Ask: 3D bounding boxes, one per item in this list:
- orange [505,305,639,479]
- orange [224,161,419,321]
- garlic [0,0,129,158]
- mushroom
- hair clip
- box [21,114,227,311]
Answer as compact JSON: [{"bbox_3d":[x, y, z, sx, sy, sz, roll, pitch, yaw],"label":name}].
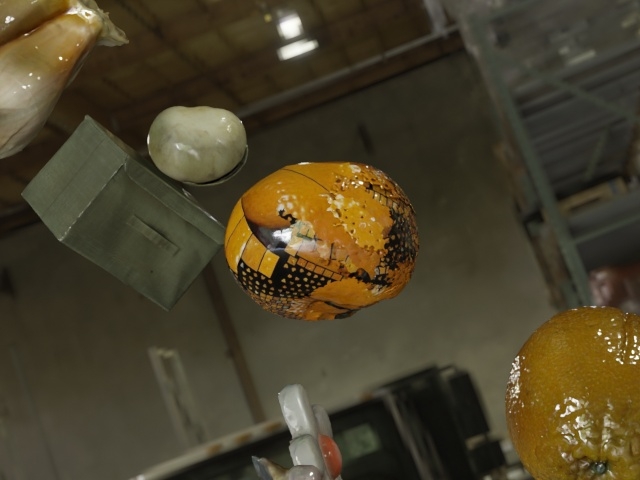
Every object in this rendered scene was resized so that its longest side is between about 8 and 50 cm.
[{"bbox_3d":[0.470,0.280,2.424,0.322,0.322,0.357,-24,20,18],"label":"orange"},{"bbox_3d":[0.000,0.000,1.732,0.234,0.182,0.234,-3,-9,0],"label":"orange"},{"bbox_3d":[-0.454,-0.274,2.089,0.249,0.286,0.313,14,49,36],"label":"garlic"},{"bbox_3d":[-0.190,-0.145,2.239,0.154,0.154,0.122,-17,-41,-17],"label":"mushroom"},{"bbox_3d":[-0.008,0.215,1.181,0.075,0.146,0.257,-12,23,-5],"label":"hair clip"},{"bbox_3d":[-0.267,-0.034,2.037,0.149,0.155,0.231,-50,-46,2],"label":"box"}]
